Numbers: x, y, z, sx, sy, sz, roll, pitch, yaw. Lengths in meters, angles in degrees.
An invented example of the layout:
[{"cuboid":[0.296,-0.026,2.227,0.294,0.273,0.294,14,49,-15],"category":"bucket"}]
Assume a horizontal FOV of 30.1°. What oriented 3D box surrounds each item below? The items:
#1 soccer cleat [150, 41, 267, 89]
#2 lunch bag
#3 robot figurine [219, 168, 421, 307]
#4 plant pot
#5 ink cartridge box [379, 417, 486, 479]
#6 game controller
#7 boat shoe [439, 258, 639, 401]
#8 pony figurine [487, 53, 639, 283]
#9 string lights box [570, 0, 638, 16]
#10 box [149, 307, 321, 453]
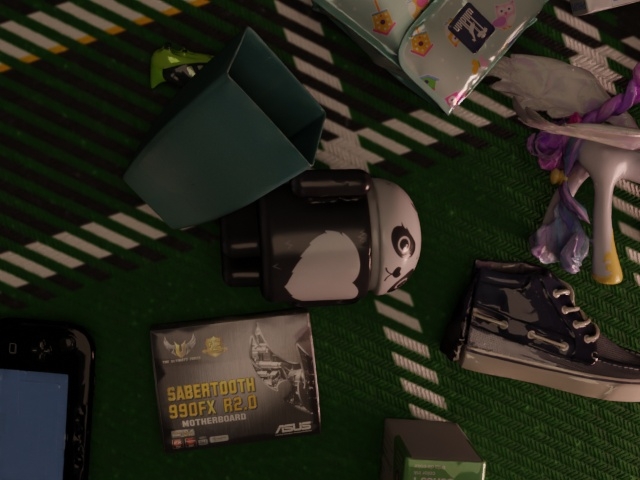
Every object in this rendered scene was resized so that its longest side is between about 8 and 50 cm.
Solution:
[{"cuboid":[-0.151,-0.226,1.672,0.179,0.060,0.072,12,109,-4],"category":"soccer cleat"},{"cuboid":[0.147,-0.327,1.620,0.262,0.160,0.223,40,92,5],"category":"lunch bag"},{"cuboid":[0.000,0.000,1.651,0.278,0.209,0.174,-3,84,-6],"category":"robot figurine"},{"cuboid":[-0.141,-0.134,1.605,0.234,0.166,0.165,-34,112,25],"category":"plant pot"},{"cuboid":[0.148,0.416,1.703,0.117,0.201,0.278,4,97,-6],"category":"ink cartridge box"},{"cuboid":[-0.408,0.268,1.693,0.166,0.067,0.319,4,96,-7],"category":"game controller"},{"cuboid":[0.355,0.127,1.727,0.340,0.127,0.158,10,103,-7],"category":"boat shoe"},{"cuboid":[0.402,-0.127,1.654,0.351,0.303,0.363,1,117,-7],"category":"pony figurine"},{"cuboid":[0.403,-0.462,1.690,0.133,0.077,0.260,-14,98,-4],"category":"string lights box"},{"cuboid":[-0.122,0.200,1.721,0.231,0.056,0.183,-6,98,-6],"category":"box"}]
